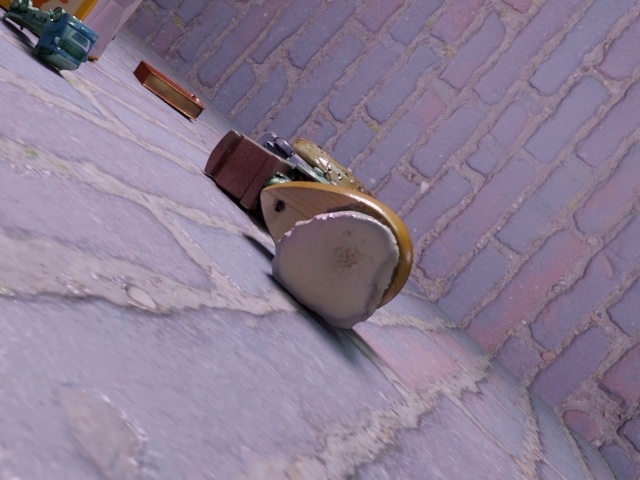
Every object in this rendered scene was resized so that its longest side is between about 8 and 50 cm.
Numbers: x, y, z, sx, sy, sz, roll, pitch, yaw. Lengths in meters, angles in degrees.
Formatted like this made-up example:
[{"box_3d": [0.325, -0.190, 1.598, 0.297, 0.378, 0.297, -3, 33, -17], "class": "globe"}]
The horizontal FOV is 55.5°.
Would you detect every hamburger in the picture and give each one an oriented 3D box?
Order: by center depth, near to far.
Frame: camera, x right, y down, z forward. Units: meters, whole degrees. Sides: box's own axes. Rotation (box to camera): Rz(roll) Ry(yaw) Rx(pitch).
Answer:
[{"box_3d": [-0.011, -0.158, 1.779, 0.277, 0.195, 0.318, 38, 4, -43], "class": "hamburger"}]

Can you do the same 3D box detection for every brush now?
[{"box_3d": [0.000, 0.000, 0.877, 0.266, 0.174, 0.166, 34, 13, 17], "class": "brush"}]

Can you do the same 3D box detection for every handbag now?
[{"box_3d": [-0.425, -0.422, 1.716, 0.190, 0.063, 0.127, 33, 9, -39], "class": "handbag"}]

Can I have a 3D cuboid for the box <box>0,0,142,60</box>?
[{"box_3d": [-0.471, -0.520, 1.168, 0.214, 0.259, 0.283, 37, 6, -14], "class": "box"}]

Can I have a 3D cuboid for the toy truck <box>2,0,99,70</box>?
[{"box_3d": [-0.434, -0.322, 0.949, 0.175, 0.081, 0.067, 23, -4, 27], "class": "toy truck"}]

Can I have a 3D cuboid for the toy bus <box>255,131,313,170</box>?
[{"box_3d": [-0.059, -0.124, 1.478, 0.289, 0.139, 0.157, 42, 2, 0], "class": "toy bus"}]

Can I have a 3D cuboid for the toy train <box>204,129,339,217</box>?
[{"box_3d": [-0.077, -0.103, 1.223, 0.221, 0.150, 0.304, 36, 6, 16], "class": "toy train"}]
